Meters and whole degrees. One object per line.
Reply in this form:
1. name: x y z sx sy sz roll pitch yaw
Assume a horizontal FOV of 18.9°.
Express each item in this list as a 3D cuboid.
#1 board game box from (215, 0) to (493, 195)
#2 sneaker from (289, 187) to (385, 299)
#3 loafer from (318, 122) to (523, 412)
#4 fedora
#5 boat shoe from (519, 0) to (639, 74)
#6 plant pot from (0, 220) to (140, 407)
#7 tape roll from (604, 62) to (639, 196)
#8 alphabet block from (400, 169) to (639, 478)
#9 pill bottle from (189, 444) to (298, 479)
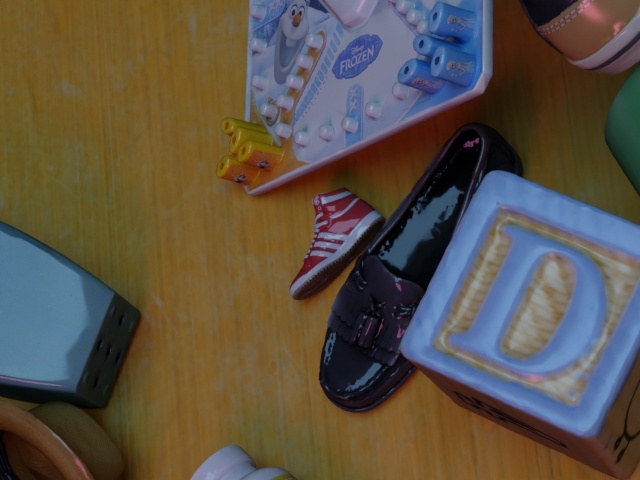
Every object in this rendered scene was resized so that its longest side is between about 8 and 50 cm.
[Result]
1. board game box: 0.023 -0.275 1.825 0.390 0.050 0.390 -22 62 53
2. sneaker: 0.000 0.000 1.877 0.118 0.042 0.067 -44 69 -7
3. loafer: 0.081 0.018 1.816 0.109 0.095 0.302 30 84 24
4. fedora: -0.251 0.213 1.852 0.194 0.194 0.079 34 52 24
5. boat shoe: 0.249 -0.354 1.679 0.187 0.156 0.500 -41 23 44
6. plant pot: -0.312 0.073 1.896 0.234 0.165 0.166 19 80 14
7. tape roll: 0.398 -0.138 1.637 0.321 0.321 0.077 -32 68 6
8. alphabet block: 0.211 0.077 1.700 0.193 0.197 0.192 26 83 24
9. pill bottle: -0.039 0.275 1.771 0.184 0.103 0.103 40 89 24
